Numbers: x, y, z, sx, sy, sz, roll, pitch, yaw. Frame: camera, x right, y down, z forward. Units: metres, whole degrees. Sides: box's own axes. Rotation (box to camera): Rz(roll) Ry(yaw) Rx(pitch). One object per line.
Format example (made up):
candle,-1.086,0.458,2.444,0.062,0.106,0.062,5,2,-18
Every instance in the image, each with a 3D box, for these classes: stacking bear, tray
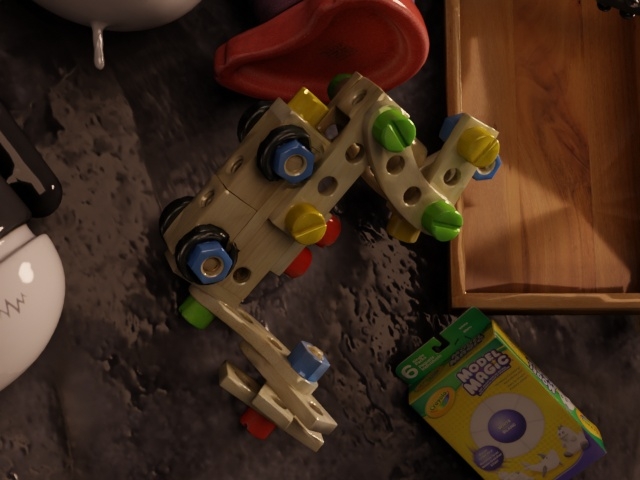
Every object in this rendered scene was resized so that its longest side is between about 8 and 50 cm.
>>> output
stacking bear,-0.004,-0.282,0.865,0.164,0.175,0.289,14,62,-50
tray,0.221,-0.136,0.941,0.203,0.076,0.411,0,80,4

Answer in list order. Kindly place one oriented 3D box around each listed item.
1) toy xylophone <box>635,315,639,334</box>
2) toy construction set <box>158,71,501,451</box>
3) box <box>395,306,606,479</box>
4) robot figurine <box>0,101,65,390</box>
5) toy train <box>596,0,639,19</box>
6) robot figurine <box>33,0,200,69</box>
toy xylophone,0.474,0.013,0.995,0.323,0.081,0.236,0,116,-35
toy construction set,0.000,0.000,0.813,0.215,0.151,0.327,36,84,-34
box,0.161,0.153,0.890,0.105,0.043,0.179,-42,99,16
robot figurine,-0.301,-0.009,0.665,0.209,0.173,0.278,-38,98,5
toy train,0.233,-0.246,0.911,0.158,0.027,0.036,23,71,8
robot figurine,-0.138,-0.313,0.750,0.200,0.300,0.353,23,95,-58
